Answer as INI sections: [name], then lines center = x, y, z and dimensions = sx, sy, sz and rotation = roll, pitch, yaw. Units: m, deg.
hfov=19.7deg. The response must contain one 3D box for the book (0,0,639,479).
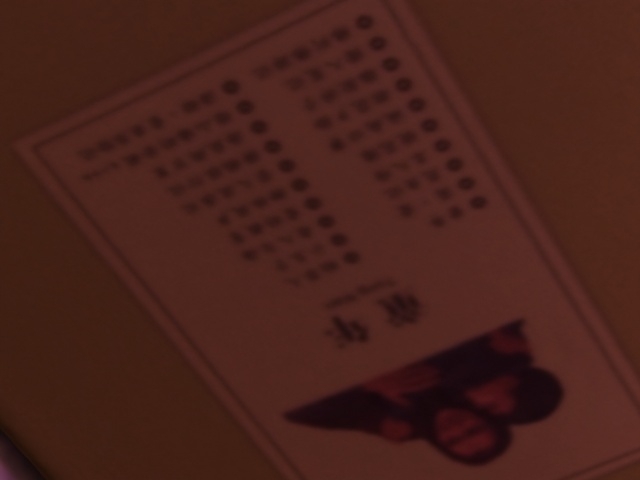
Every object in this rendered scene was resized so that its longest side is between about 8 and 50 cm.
[book]
center = 0.000, 0.000, 0.519
dimensions = 0.352, 0.239, 0.035
rotation = 55, 19, -34
